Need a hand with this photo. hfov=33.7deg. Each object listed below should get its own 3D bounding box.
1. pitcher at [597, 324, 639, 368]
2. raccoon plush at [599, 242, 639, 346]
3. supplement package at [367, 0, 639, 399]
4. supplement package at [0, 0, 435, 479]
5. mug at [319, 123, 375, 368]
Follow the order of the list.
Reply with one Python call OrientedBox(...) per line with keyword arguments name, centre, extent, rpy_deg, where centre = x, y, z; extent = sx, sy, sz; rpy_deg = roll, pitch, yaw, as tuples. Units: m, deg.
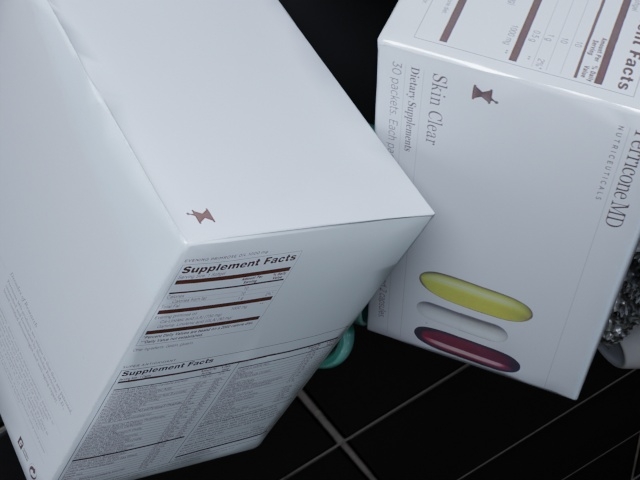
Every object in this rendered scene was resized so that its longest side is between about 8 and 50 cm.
OrientedBox(name="pitcher", centre=(0.445, 0.087, 1.281), extent=(0.207, 0.177, 0.125), rpy_deg=(-28, 142, -10))
OrientedBox(name="raccoon plush", centre=(0.328, 0.054, 0.854), extent=(0.216, 0.446, 0.299), rpy_deg=(-14, 133, 0))
OrientedBox(name="supplement package", centre=(0.130, -0.069, 0.623), extent=(0.262, 0.145, 0.204), rpy_deg=(87, 24, -54))
OrientedBox(name="supplement package", centre=(-0.088, -0.010, 0.556), extent=(0.149, 0.194, 0.203), rpy_deg=(-7, 143, -41))
OrientedBox(name="mug", centre=(0.001, -0.007, 0.710), extent=(0.129, 0.097, 0.157), rpy_deg=(79, 32, -64))
